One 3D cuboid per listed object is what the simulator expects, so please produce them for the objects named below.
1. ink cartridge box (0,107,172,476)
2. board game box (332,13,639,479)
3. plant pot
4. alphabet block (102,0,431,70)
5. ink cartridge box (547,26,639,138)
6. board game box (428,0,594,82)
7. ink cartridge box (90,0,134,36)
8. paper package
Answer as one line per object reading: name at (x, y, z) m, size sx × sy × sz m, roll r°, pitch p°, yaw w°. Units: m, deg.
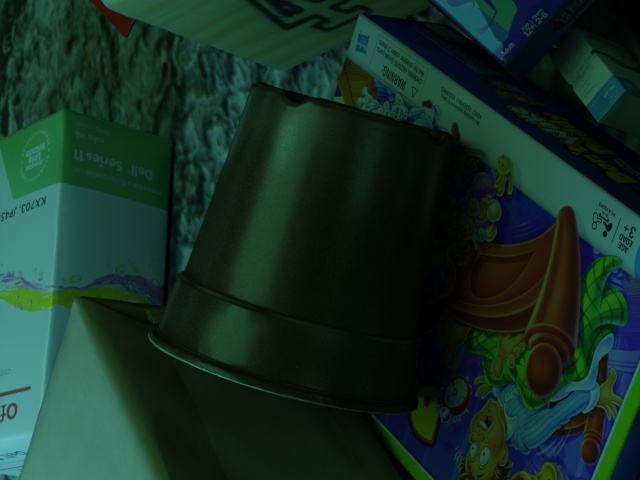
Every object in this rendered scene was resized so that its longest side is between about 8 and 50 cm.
ink cartridge box at (-0.241, 0.087, 1.412) m, size 0.207 × 0.119 × 0.353 m, roll -19°, pitch 64°, yaw 46°
board game box at (0.107, 0.033, 1.006) m, size 0.347 × 0.078 × 0.233 m, roll 44°, pitch 124°, yaw 48°
plant pot at (0.000, 0.000, 0.967) m, size 0.167 × 0.167 × 0.165 m, roll 23°, pitch 98°, yaw 51°
alphabet block at (-0.031, -0.260, 1.216) m, size 0.197 × 0.193 × 0.192 m, roll -19°, pitch 65°, yaw 46°
ink cartridge box at (0.179, -0.104, 1.023) m, size 0.028 × 0.048 × 0.083 m, roll -53°, pitch 44°, yaw 26°
board game box at (0.101, -0.227, 1.024) m, size 0.210 × 0.047 × 0.160 m, roll 44°, pitch 96°, yaw 21°
ink cartridge box at (-0.189, -0.338, 1.546) m, size 0.232 × 0.066 × 0.189 m, roll -58°, pitch 41°, yaw 13°
paper package at (-0.085, 0.244, 1.073) m, size 0.309 × 0.168 × 0.325 m, roll 56°, pitch 136°, yaw 41°
